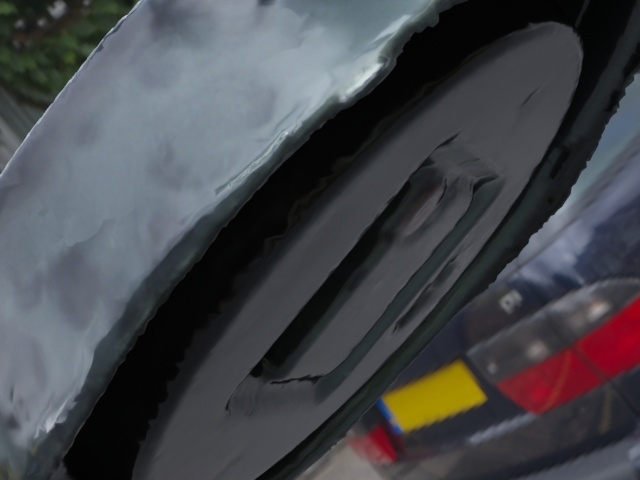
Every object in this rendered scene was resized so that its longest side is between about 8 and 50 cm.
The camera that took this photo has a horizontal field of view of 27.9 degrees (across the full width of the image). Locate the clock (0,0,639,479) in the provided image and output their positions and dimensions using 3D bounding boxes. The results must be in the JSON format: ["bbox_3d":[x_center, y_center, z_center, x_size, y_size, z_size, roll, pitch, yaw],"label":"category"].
[{"bbox_3d":[0.000,0.000,0.460,0.325,0.067,0.325,-43,-17,-17],"label":"clock"}]
